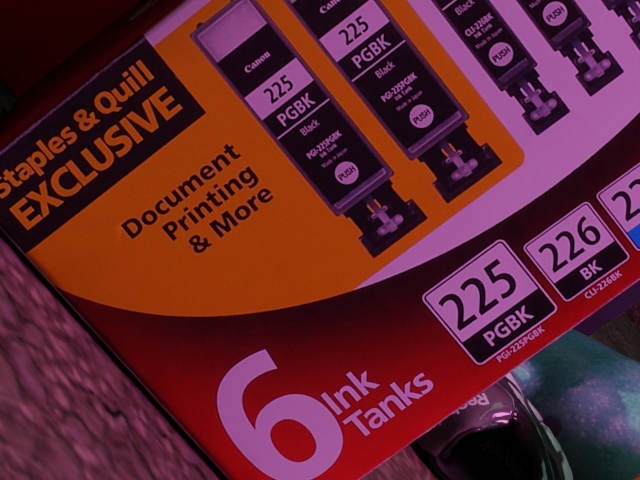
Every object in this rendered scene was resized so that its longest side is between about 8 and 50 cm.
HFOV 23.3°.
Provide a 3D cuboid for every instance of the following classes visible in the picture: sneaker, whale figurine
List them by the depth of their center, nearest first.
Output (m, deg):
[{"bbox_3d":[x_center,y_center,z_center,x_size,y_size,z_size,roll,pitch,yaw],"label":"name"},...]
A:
[{"bbox_3d":[0.084,0.091,0.992,0.234,0.078,0.106,56,8,3],"label":"sneaker"},{"bbox_3d":[0.179,0.114,1.152,0.216,0.141,0.272,41,16,-47],"label":"whale figurine"}]

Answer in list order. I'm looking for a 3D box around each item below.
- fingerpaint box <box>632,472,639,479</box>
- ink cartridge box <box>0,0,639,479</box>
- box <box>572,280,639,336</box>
[{"bbox_3d":[0.366,0.353,0.959,0.445,0.163,0.371,49,7,31],"label":"fingerpaint box"},{"bbox_3d":[0.018,-0.083,0.641,0.272,0.309,0.130,49,11,-15],"label":"ink cartridge box"},{"bbox_3d":[0.282,-0.208,1.729,0.480,0.471,0.297,51,11,-15],"label":"box"}]
